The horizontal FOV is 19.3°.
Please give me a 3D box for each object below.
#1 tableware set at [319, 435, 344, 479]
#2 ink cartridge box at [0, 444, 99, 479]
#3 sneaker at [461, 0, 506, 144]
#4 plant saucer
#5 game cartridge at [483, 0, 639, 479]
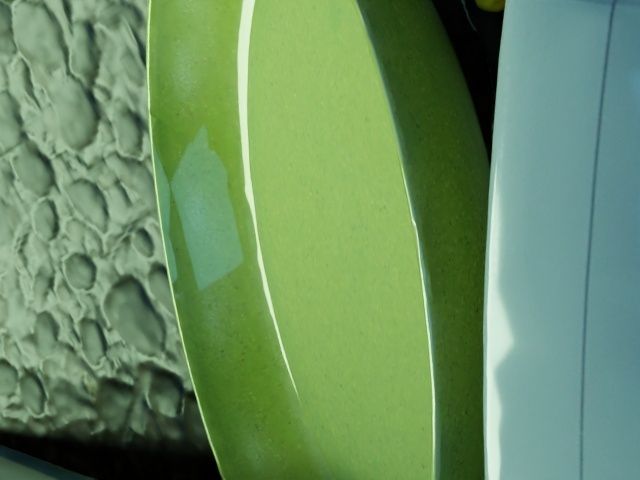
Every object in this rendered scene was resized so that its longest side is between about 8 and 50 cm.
[{"bbox_3d":[0.026,0.126,0.602,0.141,0.020,0.169,38,112,45],"label":"tableware set"},{"bbox_3d":[-0.092,0.288,0.681,0.270,0.151,0.395,5,112,62],"label":"ink cartridge box"},{"bbox_3d":[0.083,-0.094,0.471,0.088,0.092,0.225,11,115,34],"label":"sneaker"},{"bbox_3d":[0.000,0.000,0.551,0.241,0.037,0.241,169,90,-71],"label":"plant saucer"},{"bbox_3d":[0.109,0.009,0.426,0.060,0.196,0.294,12,115,33],"label":"game cartridge"}]
